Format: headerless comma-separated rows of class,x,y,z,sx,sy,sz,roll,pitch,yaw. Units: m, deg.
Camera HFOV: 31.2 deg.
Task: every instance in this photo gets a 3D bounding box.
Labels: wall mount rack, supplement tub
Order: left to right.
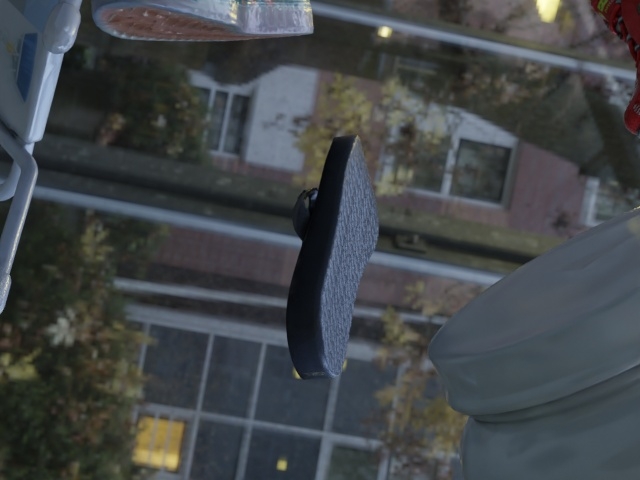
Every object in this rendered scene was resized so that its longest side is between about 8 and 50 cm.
wall mount rack,-0.229,-0.134,0.784,0.304,0.130,0.350,45,-50,28
supplement tub,0.224,0.155,0.642,0.324,0.235,0.235,61,-4,-5

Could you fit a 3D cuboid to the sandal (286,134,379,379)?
sandal,0.000,0.000,0.873,0.254,0.055,0.097,-71,152,-54

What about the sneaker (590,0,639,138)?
sneaker,0.317,-0.204,1.119,0.107,0.118,0.279,109,4,-51

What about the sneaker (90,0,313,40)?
sneaker,-0.095,-0.227,0.939,0.302,0.108,0.121,-22,108,-67
